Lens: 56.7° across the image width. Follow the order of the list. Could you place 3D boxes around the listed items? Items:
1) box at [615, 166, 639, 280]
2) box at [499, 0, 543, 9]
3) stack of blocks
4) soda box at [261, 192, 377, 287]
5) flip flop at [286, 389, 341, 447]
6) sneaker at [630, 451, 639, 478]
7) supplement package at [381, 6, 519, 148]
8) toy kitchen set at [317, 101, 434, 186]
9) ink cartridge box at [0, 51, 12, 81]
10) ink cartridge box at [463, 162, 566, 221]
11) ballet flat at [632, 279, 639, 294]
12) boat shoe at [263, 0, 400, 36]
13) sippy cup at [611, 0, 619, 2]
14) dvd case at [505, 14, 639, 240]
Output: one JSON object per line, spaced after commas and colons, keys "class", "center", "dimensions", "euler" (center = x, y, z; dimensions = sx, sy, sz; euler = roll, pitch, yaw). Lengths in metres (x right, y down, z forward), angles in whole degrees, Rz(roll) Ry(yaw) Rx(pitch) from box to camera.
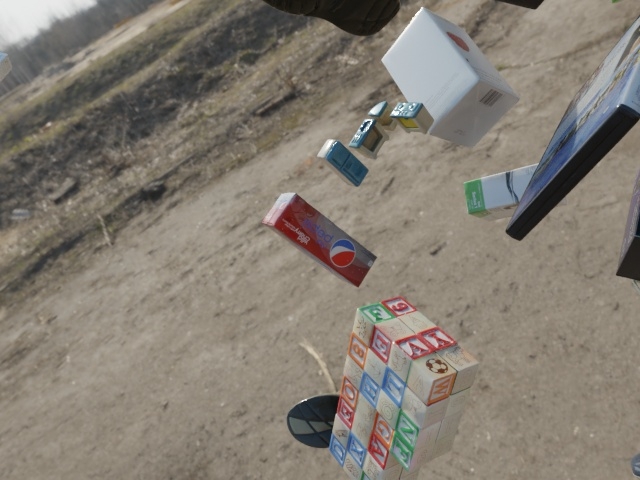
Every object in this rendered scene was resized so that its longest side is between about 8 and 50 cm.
{"class": "box", "center": [0.700, -0.066, 1.226], "dimensions": [0.103, 0.184, 0.261], "euler": [13, 65, 23]}
{"class": "box", "center": [0.299, -0.491, 0.926], "dimensions": [0.108, 0.153, 0.207], "euler": [127, 151, -74]}
{"class": "stack of blocks", "center": [0.114, 0.259, 0.898], "dimensions": [0.087, 0.297, 0.171], "euler": [-11, 35, -32]}
{"class": "soda box", "center": [0.000, 0.000, 1.361], "dimensions": [0.092, 0.263, 0.083], "euler": [-56, 25, -8]}
{"class": "flip flop", "center": [0.064, 0.360, 1.279], "dimensions": [0.277, 0.112, 0.080], "euler": [-22, -10, -8]}
{"class": "sneaker", "center": [0.481, 0.241, 0.743], "dimensions": [0.226, 0.163, 0.086], "euler": [-21, 54, -39]}
{"class": "supplement package", "center": [0.318, -0.406, 1.488], "dimensions": [0.175, 0.177, 0.293], "euler": [-49, 51, 34]}
{"class": "toy kitchen set", "center": [0.127, -0.233, 1.359], "dimensions": [0.166, 0.122, 0.207], "euler": [20, 76, 55]}
{"class": "ink cartridge box", "center": [-0.485, -0.220, 0.813], "dimensions": [0.029, 0.063, 0.115], "euler": [111, 178, -58]}
{"class": "ink cartridge box", "center": [0.513, -0.124, 1.559], "dimensions": [0.219, 0.160, 0.092], "euler": [-12, 76, 35]}
{"class": "ballet flat", "center": [0.774, 0.131, 1.313], "dimensions": [0.086, 0.248, 0.086], "euler": [-48, -3, -3]}
{"class": "boat shoe", "center": [-0.012, -0.416, 0.902], "dimensions": [0.122, 0.324, 0.120], "euler": [-31, 65, 35]}
{"class": "sippy cup", "center": [0.526, -0.629, 1.194], "dimensions": [0.224, 0.240, 0.305], "euler": [-40, 43, 40]}
{"class": "dvd case", "center": [0.271, -0.130, 0.582], "dimensions": [0.253, 0.022, 0.180], "euler": [-53, -8, -34]}
